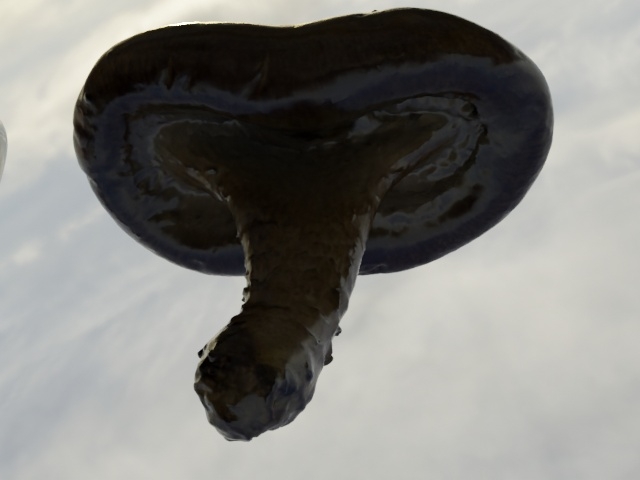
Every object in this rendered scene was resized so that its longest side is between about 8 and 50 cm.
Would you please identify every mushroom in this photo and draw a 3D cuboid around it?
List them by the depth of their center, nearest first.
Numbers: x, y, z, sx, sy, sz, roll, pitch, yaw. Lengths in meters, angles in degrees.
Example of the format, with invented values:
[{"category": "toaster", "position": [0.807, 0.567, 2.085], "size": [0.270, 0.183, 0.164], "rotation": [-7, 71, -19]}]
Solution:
[{"category": "mushroom", "position": [0.000, 0.000, 0.513], "size": [0.227, 0.148, 0.217], "rotation": [-9, -141, 5]}]

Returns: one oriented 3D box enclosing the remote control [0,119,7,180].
[{"category": "remote control", "position": [-0.158, -0.020, 0.382], "size": [0.038, 0.090, 0.309], "rotation": [16, -179, 0]}]
